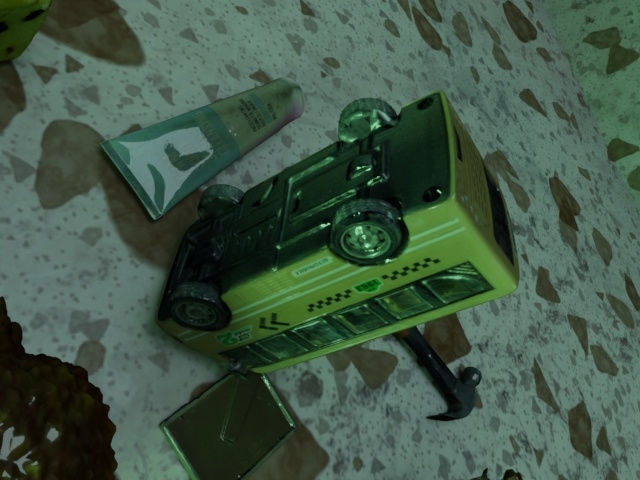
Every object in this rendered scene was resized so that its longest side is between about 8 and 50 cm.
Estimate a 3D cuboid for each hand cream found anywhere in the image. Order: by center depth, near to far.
[{"bbox_3d":[-0.138,-0.147,0.777,0.111,0.070,0.312,56,47,-9],"label":"hand cream"}]

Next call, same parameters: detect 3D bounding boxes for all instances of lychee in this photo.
[{"bbox_3d":[-0.248,0.159,0.419,0.200,0.200,0.238,12,72,-39],"label":"lychee"}]

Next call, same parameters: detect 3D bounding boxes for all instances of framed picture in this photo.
[{"bbox_3d":[-0.098,0.213,0.657,0.149,0.011,0.109,-30,91,-48],"label":"framed picture"}]

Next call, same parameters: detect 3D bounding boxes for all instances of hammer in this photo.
[{"bbox_3d":[0.147,0.161,0.896,0.290,0.037,0.137,51,42,-10],"label":"hammer"}]

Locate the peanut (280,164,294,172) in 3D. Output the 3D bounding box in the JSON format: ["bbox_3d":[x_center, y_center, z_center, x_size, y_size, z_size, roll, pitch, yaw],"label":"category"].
[{"bbox_3d":[0.000,0.000,0.807,0.108,0.095,0.226,-30,94,-32],"label":"peanut"}]

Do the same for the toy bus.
[{"bbox_3d":[0.006,0.016,0.609,0.202,0.365,0.177,44,37,-34],"label":"toy bus"}]

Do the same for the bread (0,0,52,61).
[{"bbox_3d":[-0.404,-0.178,0.489,0.077,0.138,0.361,56,43,-6],"label":"bread"}]

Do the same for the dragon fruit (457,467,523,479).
[{"bbox_3d":[0.190,0.440,0.620,0.277,0.277,0.342,-6,75,-45],"label":"dragon fruit"}]
